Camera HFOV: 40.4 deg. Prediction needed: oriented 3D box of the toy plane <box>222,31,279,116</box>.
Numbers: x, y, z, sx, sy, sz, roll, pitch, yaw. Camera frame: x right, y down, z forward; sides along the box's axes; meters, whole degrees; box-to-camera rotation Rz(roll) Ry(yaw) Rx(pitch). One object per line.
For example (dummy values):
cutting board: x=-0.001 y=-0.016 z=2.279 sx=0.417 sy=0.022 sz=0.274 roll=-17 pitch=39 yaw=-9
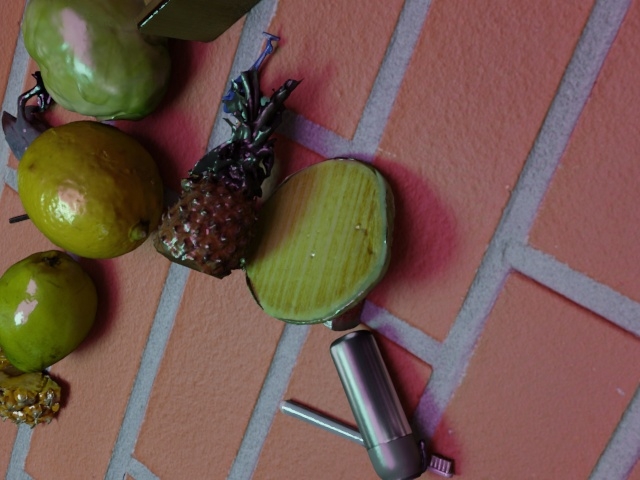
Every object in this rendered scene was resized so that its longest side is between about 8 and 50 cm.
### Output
toy plane: x=-0.126 y=-0.289 z=1.524 sx=0.167 sy=0.054 sz=0.062 roll=-51 pitch=43 yaw=28

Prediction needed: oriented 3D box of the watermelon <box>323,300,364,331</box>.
watermelon: x=0.043 y=0.086 z=1.430 sx=0.158 sy=0.098 sz=0.121 roll=-26 pitch=89 yaw=21

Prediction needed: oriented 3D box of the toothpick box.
toothpick box: x=-0.245 y=-0.526 z=1.495 sx=0.187 sy=0.190 sz=0.308 roll=-31 pitch=75 yaw=34

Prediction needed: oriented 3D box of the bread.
bread: x=-0.005 y=0.003 z=1.414 sx=0.301 sy=0.045 sz=0.301 roll=-17 pitch=56 yaw=28

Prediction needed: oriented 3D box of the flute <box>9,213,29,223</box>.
flute: x=-0.589 y=-0.064 z=1.877 sx=0.270 sy=0.014 sz=0.014 roll=-11 pitch=90 yaw=34

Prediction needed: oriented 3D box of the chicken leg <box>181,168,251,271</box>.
chicken leg: x=-0.182 y=-0.033 z=1.568 sx=0.228 sy=0.088 sz=0.103 roll=42 pitch=129 yaw=18

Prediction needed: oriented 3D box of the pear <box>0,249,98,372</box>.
pear: x=-0.570 y=0.145 z=1.778 sx=0.212 sy=0.212 sz=0.269 roll=35 pitch=119 yaw=25

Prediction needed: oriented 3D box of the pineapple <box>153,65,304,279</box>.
pineapple: x=-0.144 y=-0.116 z=1.451 sx=0.166 sy=0.165 sz=0.364 roll=16 pitch=77 yaw=31

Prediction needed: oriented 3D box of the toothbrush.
toothbrush: x=0.071 y=0.335 z=1.483 sx=0.342 sy=0.025 sz=0.030 roll=13 pitch=97 yaw=31

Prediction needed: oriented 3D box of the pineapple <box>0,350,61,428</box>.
pineapple: x=-0.698 y=0.356 z=1.920 sx=0.250 sy=0.164 sz=0.139 roll=17 pitch=113 yaw=27

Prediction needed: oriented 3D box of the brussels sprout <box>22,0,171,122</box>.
brussels sprout: x=-0.405 y=-0.367 z=1.595 sx=0.317 sy=0.243 sz=0.273 roll=31 pitch=137 yaw=31

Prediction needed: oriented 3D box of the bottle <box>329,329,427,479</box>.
bottle: x=0.098 y=0.270 z=1.417 sx=0.079 sy=0.096 sz=0.253 roll=107 pitch=144 yaw=-70

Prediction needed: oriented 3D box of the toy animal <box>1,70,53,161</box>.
toy animal: x=-0.582 y=-0.193 z=1.809 sx=0.195 sy=0.090 sz=0.324 roll=-14 pitch=86 yaw=34

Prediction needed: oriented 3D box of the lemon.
lemon: x=-0.429 y=-0.098 z=1.627 sx=0.260 sy=0.261 sz=0.284 roll=-53 pitch=46 yaw=27
